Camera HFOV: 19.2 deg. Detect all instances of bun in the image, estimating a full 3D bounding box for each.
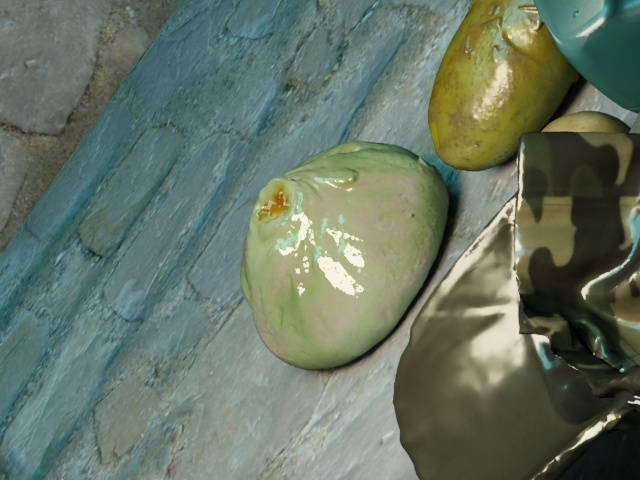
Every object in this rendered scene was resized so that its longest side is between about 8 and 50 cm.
[{"bbox_3d":[0.000,0.000,2.182,0.293,0.187,0.293,-47,22,26],"label":"bun"}]

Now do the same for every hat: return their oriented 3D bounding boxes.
[{"bbox_3d":[0.233,0.110,1.590,0.366,0.257,0.381,-102,22,-49],"label":"hat"}]

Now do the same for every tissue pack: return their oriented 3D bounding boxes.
[{"bbox_3d":[0.363,-0.255,1.788,0.287,0.206,0.198,-47,32,23],"label":"tissue pack"}]

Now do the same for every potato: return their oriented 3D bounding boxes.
[{"bbox_3d":[0.218,-0.212,2.093,0.298,0.141,0.176,-55,12,0],"label":"potato"},{"bbox_3d":[0.260,-0.078,1.868,0.112,0.112,0.147,-59,15,-9],"label":"potato"}]

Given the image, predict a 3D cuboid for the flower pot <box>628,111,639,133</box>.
[{"bbox_3d":[0.284,-0.019,1.725,0.229,0.103,0.108,-49,22,19],"label":"flower pot"}]
